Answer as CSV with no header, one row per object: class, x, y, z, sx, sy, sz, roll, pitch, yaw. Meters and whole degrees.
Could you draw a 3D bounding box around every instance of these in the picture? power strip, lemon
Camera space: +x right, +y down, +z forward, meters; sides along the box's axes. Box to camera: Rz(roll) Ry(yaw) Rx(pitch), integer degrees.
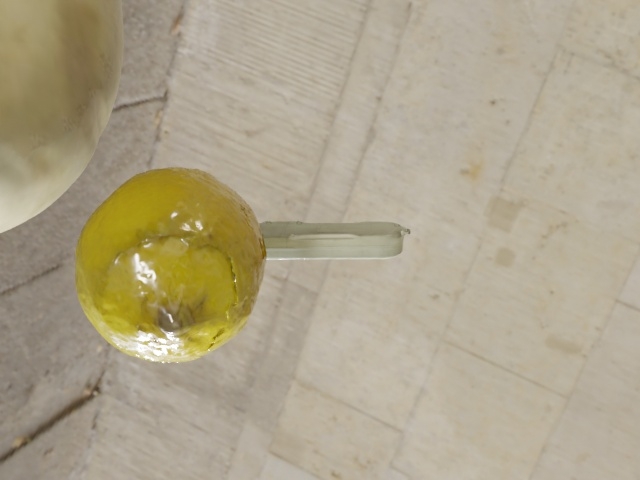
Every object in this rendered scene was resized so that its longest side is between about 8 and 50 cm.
power strip,0.000,0.000,0.998,0.047,0.191,0.030,-74,162,-66
lemon,-0.134,0.019,0.862,0.193,0.180,0.181,-50,159,-49

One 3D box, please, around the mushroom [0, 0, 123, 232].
mushroom,-0.291,-0.121,0.548,0.353,0.325,0.353,-61,171,-16
